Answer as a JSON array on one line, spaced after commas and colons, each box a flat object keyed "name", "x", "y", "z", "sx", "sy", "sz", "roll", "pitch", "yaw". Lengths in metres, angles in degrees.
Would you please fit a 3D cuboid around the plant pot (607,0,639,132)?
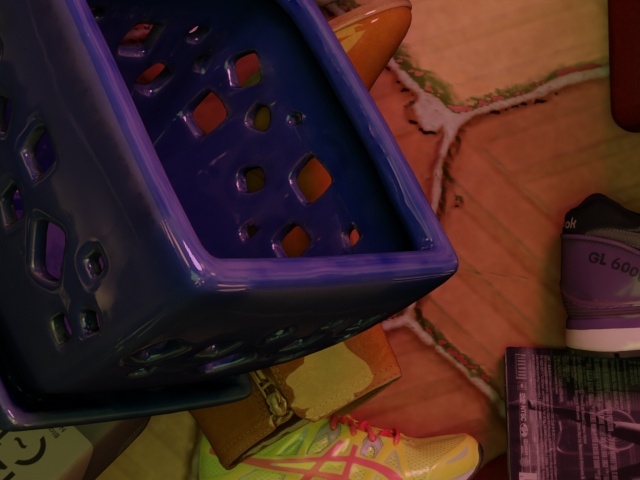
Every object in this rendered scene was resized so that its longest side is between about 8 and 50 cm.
[{"name": "plant pot", "x": 0.329, "y": -0.202, "z": 0.932, "sx": 0.267, "sy": 0.236, "sz": 0.267, "roll": -3, "pitch": 97, "yaw": 2}]

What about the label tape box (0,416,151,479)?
[{"name": "label tape box", "x": -0.292, "y": 0.118, "z": 0.921, "sx": 0.249, "sy": 0.347, "sz": 0.115, "roll": 40, "pitch": 139, "yaw": 7}]

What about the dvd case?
[{"name": "dvd case", "x": 0.238, "y": 0.148, "z": 1.029, "sx": 0.221, "sy": 0.164, "sz": 0.018, "roll": 3, "pitch": 139, "yaw": 1}]

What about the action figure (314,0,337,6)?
[{"name": "action figure", "x": -0.036, "y": -0.384, "z": 0.966, "sx": 0.370, "sy": 0.248, "sz": 0.276, "roll": 37, "pitch": 123, "yaw": -5}]

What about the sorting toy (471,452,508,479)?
[{"name": "sorting toy", "x": 0.172, "y": 0.336, "z": 1.056, "sx": 0.127, "sy": 0.126, "sz": 0.366, "roll": -5, "pitch": 96, "yaw": 1}]

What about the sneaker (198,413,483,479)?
[{"name": "sneaker", "x": 0.010, "y": 0.147, "z": 1.058, "sx": 0.208, "sy": 0.081, "sz": 0.094, "roll": -7, "pitch": 91, "yaw": 0}]

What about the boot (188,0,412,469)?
[{"name": "boot", "x": -0.001, "y": 0.000, "z": 1.005, "sx": 0.295, "sy": 0.104, "sz": 0.211, "roll": -40, "pitch": 77, "yaw": 16}]

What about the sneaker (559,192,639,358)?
[{"name": "sneaker", "x": 0.306, "y": 0.008, "z": 1.027, "sx": 0.283, "sy": 0.107, "sz": 0.124, "roll": -4, "pitch": 91, "yaw": 1}]

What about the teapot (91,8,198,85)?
[{"name": "teapot", "x": -0.147, "y": -0.214, "z": 0.934, "sx": 0.187, "sy": 0.256, "sz": 0.252, "roll": 10, "pitch": 94, "yaw": 5}]

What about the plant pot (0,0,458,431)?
[{"name": "plant pot", "x": -0.101, "y": -0.021, "z": 0.866, "sx": 0.212, "sy": 0.236, "sz": 0.236, "roll": -39, "pitch": 67, "yaw": 31}]
